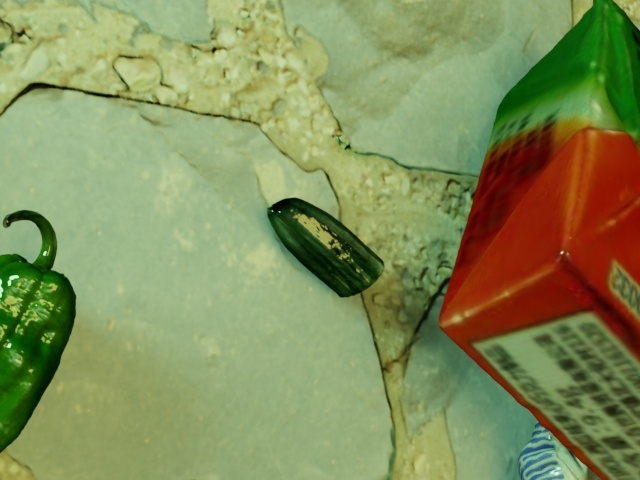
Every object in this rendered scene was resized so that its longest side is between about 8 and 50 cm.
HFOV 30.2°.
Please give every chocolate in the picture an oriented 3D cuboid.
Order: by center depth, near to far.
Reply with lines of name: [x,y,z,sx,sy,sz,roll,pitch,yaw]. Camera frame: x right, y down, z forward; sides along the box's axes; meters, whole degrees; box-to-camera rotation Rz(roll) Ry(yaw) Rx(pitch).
chocolate: [0.276,0.032,1.000,0.360,0.161,0.341,43,42,-20]

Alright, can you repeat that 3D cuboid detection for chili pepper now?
chili pepper: [-0.243,0.102,0.792,0.100,0.074,0.257,40,67,-21]

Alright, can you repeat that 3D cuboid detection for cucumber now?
cucumber: [0.000,0.000,0.964,0.105,0.048,0.048,41,66,-18]

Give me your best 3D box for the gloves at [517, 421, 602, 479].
gloves: [0.221,0.218,1.044,0.119,0.097,0.229,51,35,-59]
